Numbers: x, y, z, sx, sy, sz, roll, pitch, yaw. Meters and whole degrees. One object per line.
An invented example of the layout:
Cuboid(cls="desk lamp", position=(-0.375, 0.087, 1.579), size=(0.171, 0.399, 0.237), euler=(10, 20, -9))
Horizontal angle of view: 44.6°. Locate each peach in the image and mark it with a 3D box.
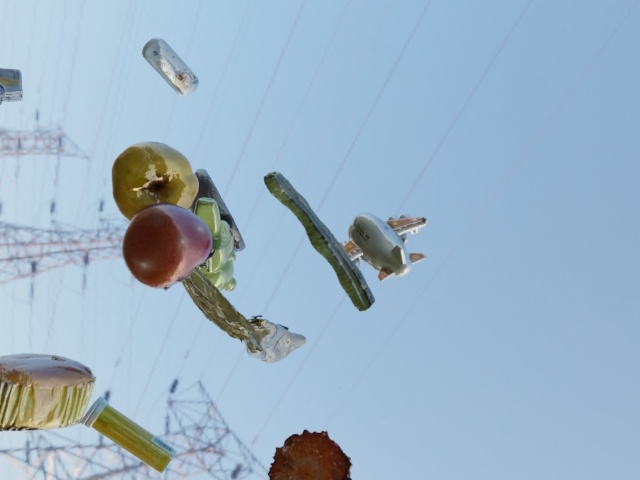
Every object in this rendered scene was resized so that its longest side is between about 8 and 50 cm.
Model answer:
Cuboid(cls="peach", position=(-0.335, -0.114, 1.576), size=(0.103, 0.179, 0.179), euler=(-146, -123, -67))

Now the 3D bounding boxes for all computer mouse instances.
Cuboid(cls="computer mouse", position=(-0.278, -0.071, 1.961), size=(0.269, 0.086, 0.137), euler=(56, -10, 38))

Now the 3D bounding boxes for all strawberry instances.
Cuboid(cls="strawberry", position=(0.000, 0.595, 1.976), size=(0.234, 0.178, 0.233), euler=(-8, -111, 21))

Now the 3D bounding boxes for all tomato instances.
Cuboid(cls="tomato", position=(-0.284, 0.002, 1.445), size=(0.167, 0.167, 0.167), euler=(11, -77, 52))

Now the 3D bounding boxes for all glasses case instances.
Cuboid(cls="glasses case", position=(-0.372, -0.430, 1.942), size=(0.067, 0.178, 0.045), euler=(-45, -135, -2))

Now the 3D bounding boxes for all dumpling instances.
Cuboid(cls="dumpling", position=(-0.155, 0.262, 2.013), size=(0.166, 0.332, 0.086), euler=(-10, -112, 16))

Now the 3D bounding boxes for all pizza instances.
Cuboid(cls="pizza", position=(-0.216, 0.146, 1.635), size=(0.262, 0.034, 0.181), euler=(42, -23, 17))

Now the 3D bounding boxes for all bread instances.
Cuboid(cls="bread", position=(-0.472, 0.242, 1.281), size=(0.132, 0.191, 0.114), euler=(19, -86, 49))

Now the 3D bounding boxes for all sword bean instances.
Cuboid(cls="sword bean", position=(0.000, -0.001, 1.226), size=(0.038, 0.043, 0.269), euler=(-21, -68, 48))

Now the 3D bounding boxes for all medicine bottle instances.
Cuboid(cls="medicine bottle", position=(-0.433, 0.443, 1.768), size=(0.218, 0.074, 0.074), euler=(35, -48, -1))

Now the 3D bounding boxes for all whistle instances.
Cuboid(cls="whistle", position=(-0.256, 0.018, 1.783), size=(0.106, 0.131, 0.288), euler=(-78, 175, -50))

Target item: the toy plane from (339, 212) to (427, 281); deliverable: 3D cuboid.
Cuboid(cls="toy plane", position=(0.137, 0.007, 1.793), size=(0.245, 0.245, 0.117), euler=(35, -29, 46))

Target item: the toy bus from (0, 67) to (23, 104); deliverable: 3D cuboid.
Cuboid(cls="toy bus", position=(-0.736, -0.334, 1.663), size=(0.064, 0.191, 0.075), euler=(149, -60, -65))
